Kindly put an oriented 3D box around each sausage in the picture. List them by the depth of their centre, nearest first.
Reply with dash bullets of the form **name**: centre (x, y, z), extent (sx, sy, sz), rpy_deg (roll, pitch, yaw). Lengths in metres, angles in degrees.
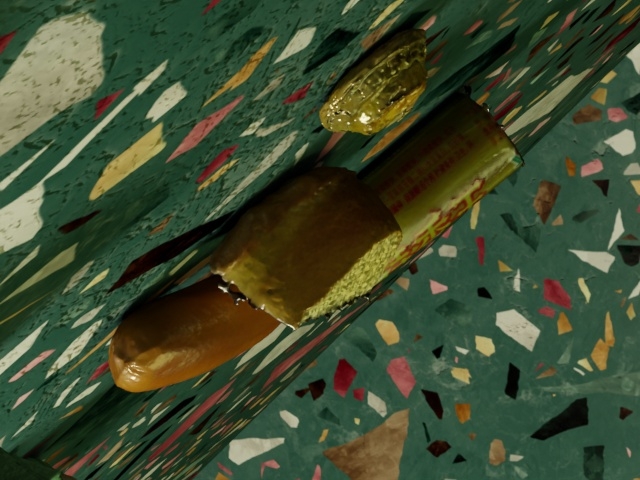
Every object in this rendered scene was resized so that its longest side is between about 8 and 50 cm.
- **sausage**: centre (-0.122, 0.088, 1.842), extent (0.238, 0.098, 0.098), rpy_deg (-25, 164, -45)
- **sausage**: centre (0.096, -0.044, 2.167), extent (0.317, 0.117, 0.125), rpy_deg (-40, 139, -9)

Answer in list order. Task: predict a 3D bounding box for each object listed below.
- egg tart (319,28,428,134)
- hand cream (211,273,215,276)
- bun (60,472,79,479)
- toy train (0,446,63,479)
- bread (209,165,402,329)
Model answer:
- **egg tart**: centre (0.057, -0.137, 1.639), extent (0.130, 0.052, 0.130), rpy_deg (-41, 170, -9)
- **hand cream**: centre (-0.089, 0.033, 1.957), extent (0.084, 0.053, 0.142), rpy_deg (-35, 155, -48)
- **bun**: centre (-0.350, 0.354, 2.101), extent (0.128, 0.178, 0.193), rpy_deg (14, 164, -33)
- **toy train**: centre (-0.349, 0.263, 1.396), extent (0.330, 0.178, 0.138), rpy_deg (-43, 155, -28)
- **bread**: centre (0.003, -0.006, 1.844), extent (0.134, 0.129, 0.260), rpy_deg (-56, 166, 22)
